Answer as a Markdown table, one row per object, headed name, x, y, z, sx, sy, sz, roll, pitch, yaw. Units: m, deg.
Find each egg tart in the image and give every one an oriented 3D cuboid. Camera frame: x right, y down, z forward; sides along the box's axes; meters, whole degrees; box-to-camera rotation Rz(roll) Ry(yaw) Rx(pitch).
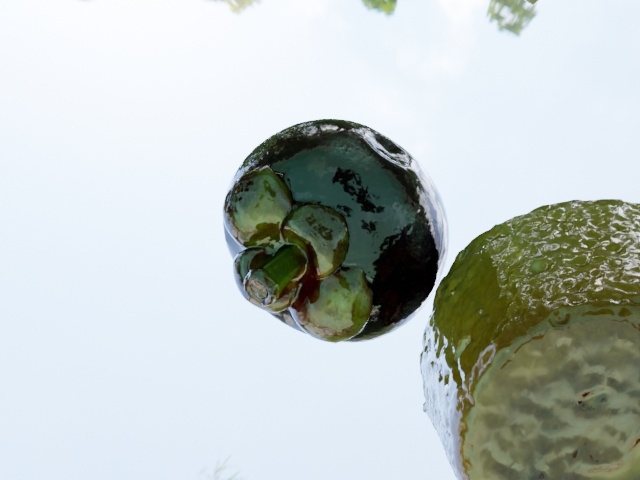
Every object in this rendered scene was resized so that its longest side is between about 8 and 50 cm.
| name | x | y | z | sx | sy | sz | roll | pitch | yaw |
| --- | --- | --- | --- | --- | --- | --- | --- | --- | --- |
| egg tart | 0.149 | 0.087 | 0.692 | 0.203 | 0.147 | 0.202 | 2 | -74 | 7 |

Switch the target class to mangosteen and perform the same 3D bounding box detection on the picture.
| name | x | y | z | sx | sy | sz | roll | pitch | yaw |
| --- | --- | --- | --- | --- | --- | --- | --- | --- | --- |
| mangosteen | 0.000 | 0.000 | 0.753 | 0.137 | 0.151 | 0.137 | 10 | -68 | 26 |

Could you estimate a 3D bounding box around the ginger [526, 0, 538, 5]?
| name | x | y | z | sx | sy | sz | roll | pitch | yaw |
| --- | --- | --- | --- | --- | --- | --- | --- | --- | --- |
| ginger | 0.108 | -0.166 | 0.423 | 0.123 | 0.193 | 0.115 | -9 | -120 | -2 |
